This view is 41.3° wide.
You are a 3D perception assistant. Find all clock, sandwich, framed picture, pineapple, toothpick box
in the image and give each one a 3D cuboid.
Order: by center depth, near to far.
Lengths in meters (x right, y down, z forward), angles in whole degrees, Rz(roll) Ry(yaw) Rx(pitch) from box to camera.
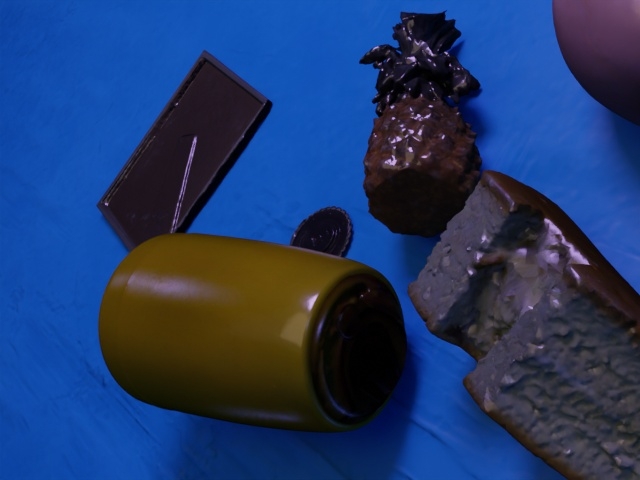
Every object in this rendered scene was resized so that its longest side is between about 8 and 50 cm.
[{"bbox_3d":[0.173,0.073,0.594,0.122,0.128,0.236,-53,42,20],"label":"sandwich"},{"bbox_3d":[-0.059,0.083,0.773,0.271,0.175,0.175,3,71,41],"label":"toothpick box"},{"bbox_3d":[0.091,-0.123,0.795,0.119,0.111,0.237,-1,54,9],"label":"pineapple"},{"bbox_3d":[0.000,0.000,0.877,0.083,0.010,0.074,-34,49,26],"label":"clock"},{"bbox_3d":[-0.183,-0.106,1.102,0.265,0.018,0.192,-53,43,7],"label":"framed picture"}]

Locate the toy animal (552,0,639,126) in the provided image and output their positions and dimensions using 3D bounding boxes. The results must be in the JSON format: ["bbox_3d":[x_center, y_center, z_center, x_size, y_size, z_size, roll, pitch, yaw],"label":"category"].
[{"bbox_3d":[0.260,-0.197,0.581,0.229,0.221,0.210,-39,43,21],"label":"toy animal"}]
